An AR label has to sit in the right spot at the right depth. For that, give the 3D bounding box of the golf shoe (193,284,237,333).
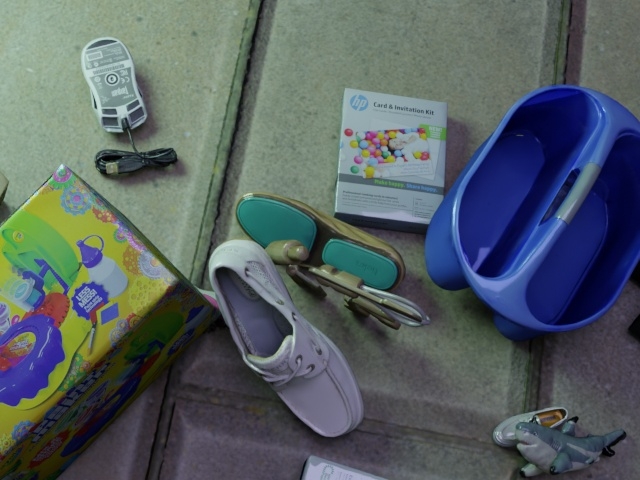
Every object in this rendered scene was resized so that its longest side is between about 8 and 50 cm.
[{"bbox_3d":[-0.181,0.069,1.525,0.186,0.067,0.086,2,68,-8],"label":"golf shoe"}]

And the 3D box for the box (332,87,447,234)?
[{"bbox_3d":[0.094,-0.105,1.656,0.145,0.038,0.186,8,66,-6],"label":"box"}]

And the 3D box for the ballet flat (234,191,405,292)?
[{"bbox_3d":[0.000,0.000,1.586,0.232,0.073,0.080,27,110,1],"label":"ballet flat"}]

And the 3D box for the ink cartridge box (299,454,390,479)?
[{"bbox_3d":[0.059,0.388,1.439,0.224,0.045,0.223,18,67,-1],"label":"ink cartridge box"}]

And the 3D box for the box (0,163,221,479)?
[{"bbox_3d":[-0.288,0.105,1.341,0.177,0.279,0.290,44,86,11],"label":"box"}]

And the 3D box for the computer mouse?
[{"bbox_3d":[-0.262,-0.176,1.633,0.106,0.042,0.193,-15,76,-9],"label":"computer mouse"}]

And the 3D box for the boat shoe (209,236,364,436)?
[{"bbox_3d":[-0.050,0.130,1.460,0.098,0.096,0.277,-33,99,17],"label":"boat shoe"}]

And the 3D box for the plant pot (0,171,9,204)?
[{"bbox_3d":[-0.445,-0.055,1.523,0.096,0.109,0.109,29,66,-9],"label":"plant pot"}]

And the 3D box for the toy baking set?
[{"bbox_3d":[0.031,0.051,1.475,0.196,0.256,0.030,28,81,-10],"label":"toy baking set"}]

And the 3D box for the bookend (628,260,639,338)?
[{"bbox_3d":[0.443,0.064,1.617,0.156,0.072,0.157,39,68,9],"label":"bookend"}]

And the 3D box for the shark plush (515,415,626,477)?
[{"bbox_3d":[0.313,0.247,1.520,0.161,0.073,0.067,-6,80,-15],"label":"shark plush"}]

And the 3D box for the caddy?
[{"bbox_3d":[0.287,-0.035,1.559,0.241,0.179,0.341,37,67,-5],"label":"caddy"}]

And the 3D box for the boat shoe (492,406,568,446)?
[{"bbox_3d":[0.262,0.229,1.541,0.100,0.035,0.035,-13,70,-14],"label":"boat shoe"}]
